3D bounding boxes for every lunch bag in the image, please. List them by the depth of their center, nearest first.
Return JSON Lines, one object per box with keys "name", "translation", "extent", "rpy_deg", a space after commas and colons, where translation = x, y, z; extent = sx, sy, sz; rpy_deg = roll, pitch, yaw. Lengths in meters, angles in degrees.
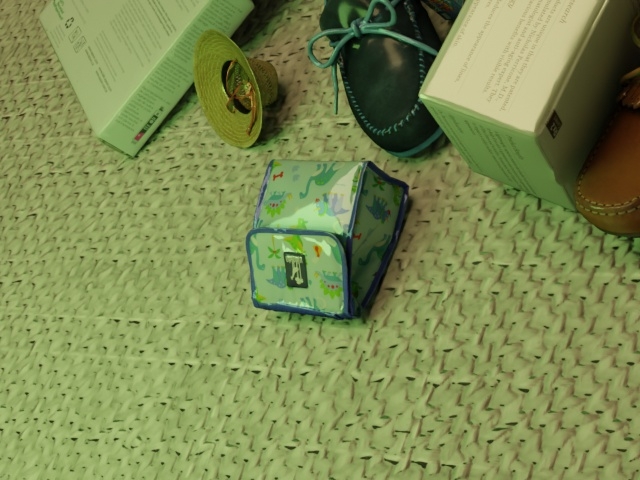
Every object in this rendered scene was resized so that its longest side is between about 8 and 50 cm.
{"name": "lunch bag", "translation": [0.000, 0.000, 1.520], "extent": [0.129, 0.096, 0.151], "rpy_deg": [4, 76, 40]}

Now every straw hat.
{"name": "straw hat", "translation": [-0.080, -0.175, 1.742], "extent": [0.061, 0.144, 0.144], "rpy_deg": [-20, 30, -29]}

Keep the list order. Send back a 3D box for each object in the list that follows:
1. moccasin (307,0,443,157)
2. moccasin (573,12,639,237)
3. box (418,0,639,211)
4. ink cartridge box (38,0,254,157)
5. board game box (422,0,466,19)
{"name": "moccasin", "translation": [0.043, -0.224, 1.636], "extent": [0.138, 0.117, 0.342], "rpy_deg": [-34, 42, 15]}
{"name": "moccasin", "translation": [0.339, -0.168, 1.311], "extent": [0.380, 0.147, 0.139], "rpy_deg": [-49, 40, -2]}
{"name": "box", "translation": [0.197, -0.149, 1.363], "extent": [0.119, 0.181, 0.182], "rpy_deg": [24, 81, 27]}
{"name": "ink cartridge box", "translation": [-0.196, -0.313, 1.919], "extent": [0.330, 0.071, 0.324], "rpy_deg": [-48, 39, 13]}
{"name": "board game box", "translation": [0.124, -0.348, 1.614], "extent": [0.035, 0.136, 0.201], "rpy_deg": [-2, 72, 35]}
